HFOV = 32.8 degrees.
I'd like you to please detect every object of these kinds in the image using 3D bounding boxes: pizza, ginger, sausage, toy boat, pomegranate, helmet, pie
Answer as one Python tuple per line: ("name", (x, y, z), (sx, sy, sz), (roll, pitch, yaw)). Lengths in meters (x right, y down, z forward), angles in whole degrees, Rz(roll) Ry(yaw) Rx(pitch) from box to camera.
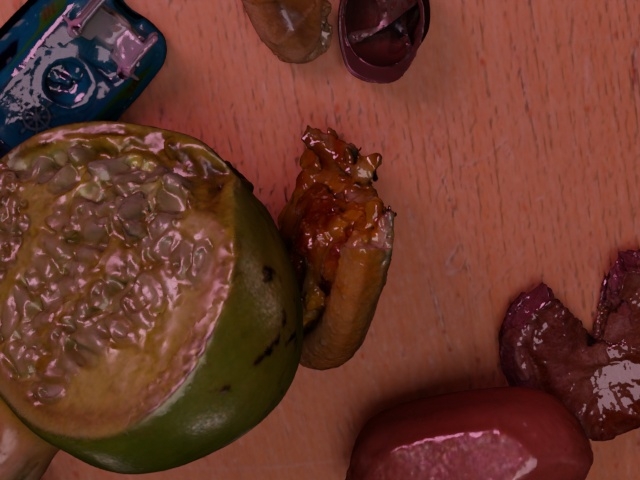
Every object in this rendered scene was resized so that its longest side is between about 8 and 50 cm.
("pizza", (0.000, 0.000, 1.003), (0.081, 0.289, 0.229), (5, 71, -10))
("ginger", (-0.086, -0.304, 0.939), (0.333, 0.081, 0.148), (42, 115, -17))
("sausage", (0.142, 0.221, 1.100), (0.254, 0.148, 0.148), (-17, 111, 15))
("toy boat", (-0.273, -0.103, 0.979), (0.134, 0.092, 0.299), (41, 100, -21))
("pomegranate", (-0.173, 0.082, 0.931), (0.309, 0.216, 0.358), (41, 95, 25))
("helmet", (0.066, -0.203, 1.000), (0.089, 0.057, 0.111), (21, 116, 24))
("pie", (0.300, 0.111, 1.137), (0.218, 0.054, 0.204), (-34, 109, 6))
